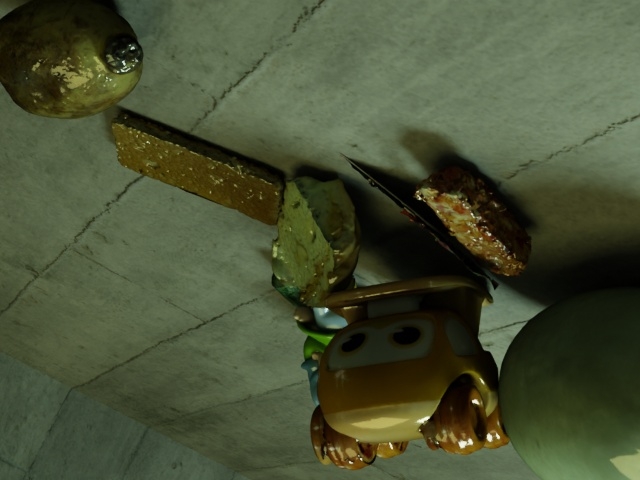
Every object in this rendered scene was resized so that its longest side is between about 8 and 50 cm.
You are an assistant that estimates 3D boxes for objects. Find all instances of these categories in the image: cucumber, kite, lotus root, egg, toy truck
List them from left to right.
[{"bbox_3d":[-0.257,-0.191,1.260,0.214,0.138,0.138,4,150,39],"label":"lotus root"},{"bbox_3d":[-0.032,0.071,1.727,0.048,0.048,0.105,10,155,31],"label":"cucumber"},{"bbox_3d":[0.113,0.161,1.454,0.204,0.211,0.288,-11,169,24],"label":"toy truck"},{"bbox_3d":[0.114,-0.017,1.350,0.232,0.009,0.189,41,-174,19],"label":"kite"},{"bbox_3d":[0.339,0.176,1.310,0.258,0.258,0.352,34,165,-24],"label":"egg"}]

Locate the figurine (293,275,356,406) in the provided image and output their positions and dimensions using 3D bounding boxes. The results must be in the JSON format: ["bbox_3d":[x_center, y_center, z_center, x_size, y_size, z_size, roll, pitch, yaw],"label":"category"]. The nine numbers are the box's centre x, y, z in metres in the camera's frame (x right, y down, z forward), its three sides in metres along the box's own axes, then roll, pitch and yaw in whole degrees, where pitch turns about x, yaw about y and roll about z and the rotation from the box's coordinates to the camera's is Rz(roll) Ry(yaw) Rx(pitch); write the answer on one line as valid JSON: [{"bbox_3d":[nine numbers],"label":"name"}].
[{"bbox_3d":[0.043,0.154,1.735,0.162,0.143,0.263,-5,132,13],"label":"figurine"}]

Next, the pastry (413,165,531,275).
[{"bbox_3d":[0.168,-0.028,1.291,0.087,0.063,0.169,8,150,47],"label":"pastry"}]

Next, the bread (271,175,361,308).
[{"bbox_3d":[0.000,0.000,1.483,0.128,0.088,0.232,55,159,15],"label":"bread"}]

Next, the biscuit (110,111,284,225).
[{"bbox_3d":[-0.153,-0.090,1.513,0.231,0.025,0.131,22,157,5],"label":"biscuit"}]
